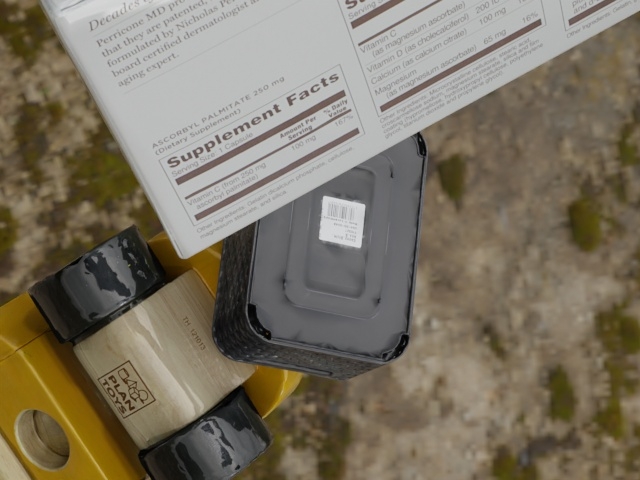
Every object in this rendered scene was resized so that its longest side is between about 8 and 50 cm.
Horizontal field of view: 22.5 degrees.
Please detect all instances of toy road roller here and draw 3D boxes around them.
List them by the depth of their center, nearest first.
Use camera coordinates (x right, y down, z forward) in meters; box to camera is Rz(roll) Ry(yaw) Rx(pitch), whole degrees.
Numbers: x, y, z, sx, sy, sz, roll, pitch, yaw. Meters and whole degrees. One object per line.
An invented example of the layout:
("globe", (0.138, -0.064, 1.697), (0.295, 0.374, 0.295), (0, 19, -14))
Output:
("toy road roller", (-0.149, 0.107, 1.287), (0.202, 0.329, 0.240), (57, 36, -2))

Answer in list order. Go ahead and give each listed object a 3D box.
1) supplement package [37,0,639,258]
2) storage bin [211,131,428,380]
("supplement package", (0.000, -0.160, 0.650), (0.262, 0.204, 0.145), (-28, 141, -5))
("storage bin", (0.000, 0.000, 1.153), (0.122, 0.084, 0.180), (12, 74, -18))
